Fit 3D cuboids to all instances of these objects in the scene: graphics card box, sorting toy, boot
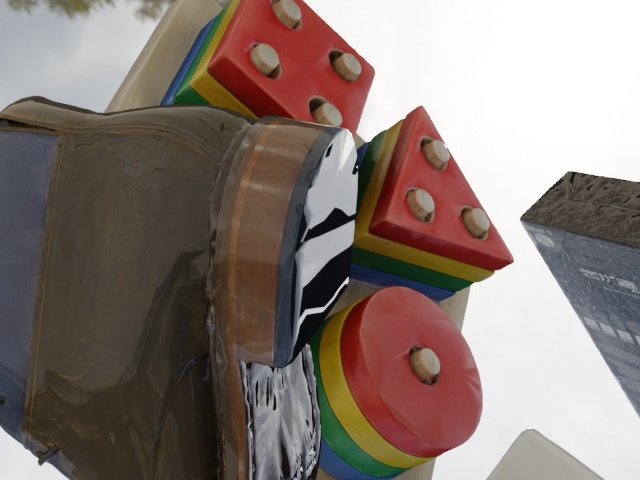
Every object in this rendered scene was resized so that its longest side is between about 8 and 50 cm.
[{"bbox_3d":[0.385,0.101,1.267,0.094,0.371,0.233,-43,-155,-14],"label":"graphics card box"},{"bbox_3d":[0.000,0.000,0.649,0.089,0.255,0.257,-33,-155,37],"label":"sorting toy"},{"bbox_3d":[-0.057,0.057,0.387,0.106,0.219,0.082,15,-160,14],"label":"boot"}]

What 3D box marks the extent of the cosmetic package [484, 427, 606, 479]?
[{"bbox_3d":[0.191,0.439,1.045,0.327,0.329,0.394,35,-104,18],"label":"cosmetic package"}]
